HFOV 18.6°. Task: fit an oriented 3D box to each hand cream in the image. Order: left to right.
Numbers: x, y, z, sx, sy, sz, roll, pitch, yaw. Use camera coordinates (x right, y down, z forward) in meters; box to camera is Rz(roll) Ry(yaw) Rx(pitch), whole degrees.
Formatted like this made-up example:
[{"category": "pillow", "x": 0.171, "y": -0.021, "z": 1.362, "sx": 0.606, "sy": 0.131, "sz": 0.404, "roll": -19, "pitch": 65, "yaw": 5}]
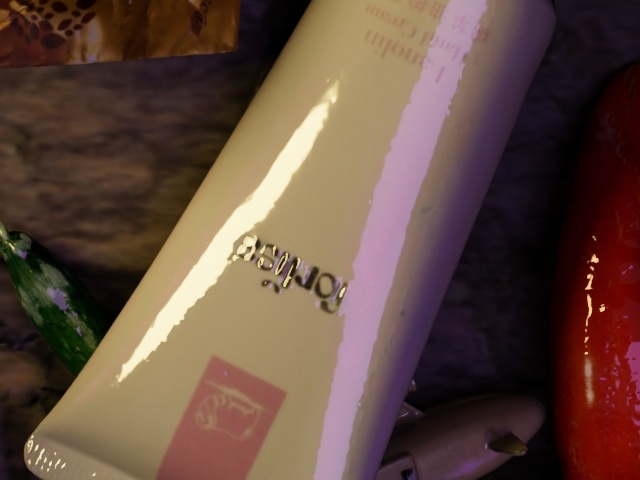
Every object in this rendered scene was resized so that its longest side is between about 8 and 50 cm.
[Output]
[{"category": "hand cream", "x": 0.000, "y": 0.000, "z": 1.034, "sx": 0.185, "sy": 0.118, "sz": 0.359, "roll": 26, "pitch": 87, "yaw": 3}]

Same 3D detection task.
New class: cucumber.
[{"category": "cucumber", "x": -0.131, "y": 0.050, "z": 1.063, "sx": 0.037, "sy": 0.037, "sz": 0.155, "roll": -40, "pitch": 113, "yaw": -6}]

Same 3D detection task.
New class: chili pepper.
[{"category": "chili pepper", "x": 0.192, "y": 0.090, "z": 1.150, "sx": 0.137, "sy": 0.092, "sz": 0.368, "roll": -29, "pitch": 119, "yaw": -48}]

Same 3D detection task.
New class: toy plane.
[{"category": "toy plane", "x": 0.023, "y": 0.139, "z": 1.113, "sx": 0.244, "sy": 0.092, "sz": 0.229, "roll": -19, "pitch": 103, "yaw": -12}]

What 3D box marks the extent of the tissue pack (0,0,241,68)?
[{"category": "tissue pack", "x": -0.120, "y": -0.202, "z": 0.948, "sx": 0.183, "sy": 0.092, "sz": 0.226, "roll": -11, "pitch": 112, "yaw": -47}]
